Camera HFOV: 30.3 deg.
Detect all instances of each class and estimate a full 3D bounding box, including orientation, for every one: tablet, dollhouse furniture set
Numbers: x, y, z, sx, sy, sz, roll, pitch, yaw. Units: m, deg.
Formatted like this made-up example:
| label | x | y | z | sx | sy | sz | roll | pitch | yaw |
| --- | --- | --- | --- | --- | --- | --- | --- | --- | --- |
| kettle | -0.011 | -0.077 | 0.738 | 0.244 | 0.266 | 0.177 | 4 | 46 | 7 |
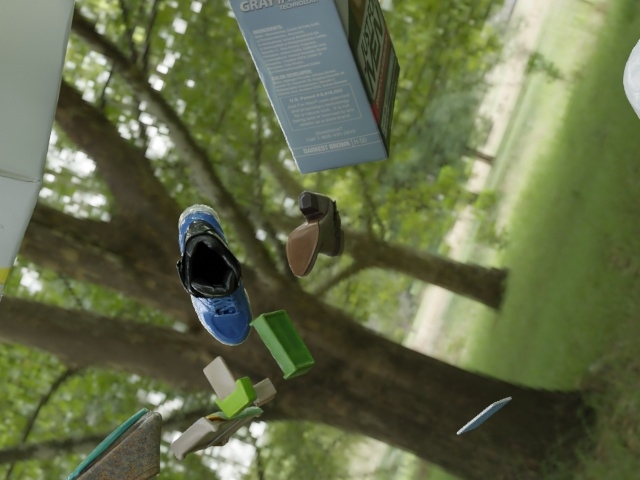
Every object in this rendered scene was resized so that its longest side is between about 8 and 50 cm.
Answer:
| label | x | y | z | sx | sy | sz | roll | pitch | yaw |
| --- | --- | --- | --- | --- | --- | --- | --- | --- | --- |
| tablet | 0.240 | 0.257 | 1.734 | 0.054 | 0.006 | 0.083 | -8 | -32 | -50 |
| dollhouse furniture set | -0.078 | 0.129 | 1.045 | 0.151 | 0.058 | 0.076 | -42 | -18 | 29 |

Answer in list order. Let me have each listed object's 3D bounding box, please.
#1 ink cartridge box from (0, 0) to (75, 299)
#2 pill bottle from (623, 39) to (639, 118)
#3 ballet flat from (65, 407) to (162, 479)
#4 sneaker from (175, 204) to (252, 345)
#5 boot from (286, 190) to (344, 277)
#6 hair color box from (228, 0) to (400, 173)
| label | x | y | z | sx | sy | sz | roll | pitch | yaw |
| --- | --- | --- | --- | --- | --- | --- | --- | --- | --- |
| ink cartridge box | -0.393 | -0.067 | 1.255 | 0.385 | 0.160 | 0.279 | 124 | 153 | -47 |
| pill bottle | 0.263 | -0.027 | 0.647 | 0.131 | 0.229 | 0.131 | -29 | 33 | 22 |
| ballet flat | -0.214 | 0.261 | 1.054 | 0.107 | 0.106 | 0.316 | -46 | -5 | 33 |
| sneaker | -0.100 | 0.048 | 1.131 | 0.084 | 0.058 | 0.152 | -107 | 5 | -65 |
| boot | 0.000 | 0.000 | 1.367 | 0.087 | 0.042 | 0.118 | 40 | -129 | -54 |
| hair color box | -0.018 | -0.278 | 1.292 | 0.185 | 0.113 | 0.374 | -80 | -25 | -47 |
